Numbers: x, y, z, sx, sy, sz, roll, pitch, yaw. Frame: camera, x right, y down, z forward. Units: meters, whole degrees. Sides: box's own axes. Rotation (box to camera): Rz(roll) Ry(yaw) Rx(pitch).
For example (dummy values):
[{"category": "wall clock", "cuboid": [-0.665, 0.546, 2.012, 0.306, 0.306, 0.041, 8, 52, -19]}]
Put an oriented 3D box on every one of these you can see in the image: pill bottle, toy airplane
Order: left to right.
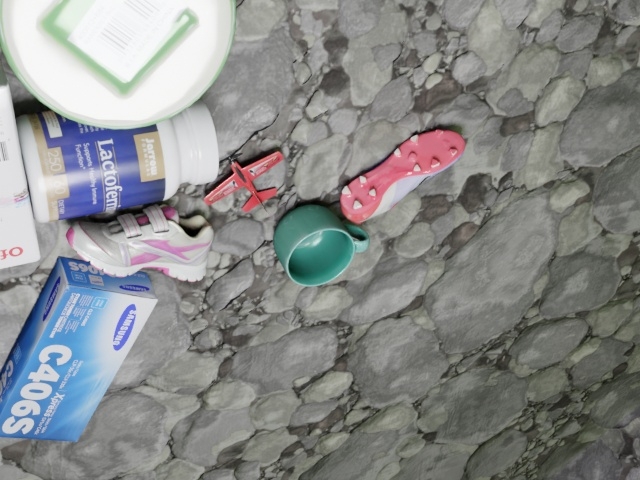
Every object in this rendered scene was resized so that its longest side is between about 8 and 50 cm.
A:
[{"category": "pill bottle", "cuboid": [-0.288, -0.122, 1.273, 0.265, 0.153, 0.153, -13, 133, -20]}, {"category": "toy airplane", "cuboid": [-0.117, -0.093, 1.483, 0.151, 0.028, 0.151, -15, 134, -16]}]

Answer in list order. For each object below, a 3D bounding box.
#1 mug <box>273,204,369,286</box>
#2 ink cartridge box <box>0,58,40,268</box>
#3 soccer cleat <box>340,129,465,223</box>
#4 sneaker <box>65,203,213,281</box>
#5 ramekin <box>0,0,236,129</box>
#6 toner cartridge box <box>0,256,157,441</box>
[{"category": "mug", "cuboid": [-0.008, 0.005, 1.581, 0.158, 0.097, 0.129, 23, 114, -41]}, {"category": "ink cartridge box", "cuboid": [-0.489, -0.110, 1.136, 0.198, 0.197, 0.270, -13, 133, -20]}, {"category": "soccer cleat", "cuboid": [0.145, -0.113, 1.589, 0.248, 0.083, 0.095, -32, 158, -3]}, {"category": "sneaker", "cuboid": [-0.279, -0.011, 1.423, 0.252, 0.103, 0.111, 6, 121, -41]}, {"category": "ramekin", "cuboid": [-0.245, -0.282, 1.065, 0.303, 0.148, 0.303, -9, 123, -15]}, {"category": "toner cartridge box", "cuboid": [-0.430, 0.195, 1.525, 0.165, 0.075, 0.348, 13, 120, -38]}]
